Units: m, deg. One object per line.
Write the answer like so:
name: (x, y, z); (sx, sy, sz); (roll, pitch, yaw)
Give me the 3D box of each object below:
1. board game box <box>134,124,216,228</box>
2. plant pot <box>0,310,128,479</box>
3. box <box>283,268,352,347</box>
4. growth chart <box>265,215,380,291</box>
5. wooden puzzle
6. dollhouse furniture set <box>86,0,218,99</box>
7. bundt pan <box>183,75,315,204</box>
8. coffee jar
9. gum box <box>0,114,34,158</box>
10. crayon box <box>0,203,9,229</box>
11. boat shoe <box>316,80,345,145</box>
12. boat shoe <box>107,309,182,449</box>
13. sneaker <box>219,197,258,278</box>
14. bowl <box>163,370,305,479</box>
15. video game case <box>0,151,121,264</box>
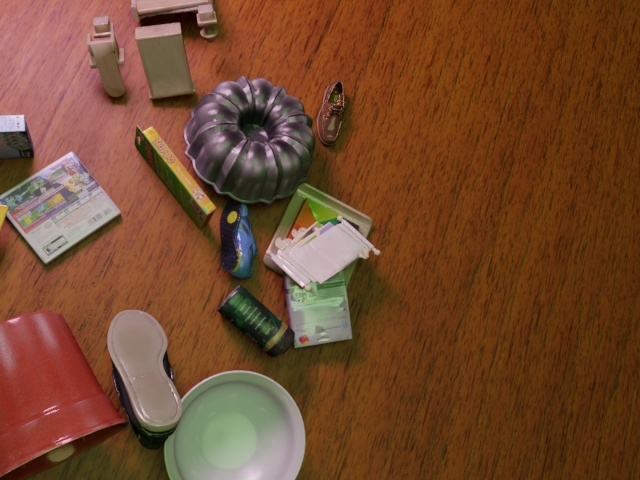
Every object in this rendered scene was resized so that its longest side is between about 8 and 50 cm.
board game box: (-0.341, -0.150, 1.507); (0.039, 0.124, 0.259); (-41, 91, -23)
plant pot: (-0.555, 0.297, 1.267); (0.272, 0.272, 0.265); (-22, 76, -21)
box: (-0.007, 0.153, 1.557); (0.145, 0.038, 0.186); (-8, 89, -12)
growth chart: (0.004, 0.023, 1.556); (0.237, 0.021, 0.172); (-28, 61, -25)
wooden puzzle: (0.000, 0.000, 1.621); (0.221, 0.044, 0.239); (28, 70, -10)
dollhouse furniture set: (-0.413, -0.532, 1.628); (0.303, 0.174, 0.356); (-10, 50, -7)
bundt pan: (-0.158, -0.259, 1.564); (0.330, 0.124, 0.331); (8, 64, -16)
coffee jar: (-0.145, 0.190, 1.499); (0.184, 0.096, 0.079); (41, 71, -3)
gum box: (-0.721, -0.217, 1.386); (0.184, 0.157, 0.041); (-5, 78, -18)
crayon box: (-0.835, -0.017, 1.340); (0.318, 0.081, 0.202); (17, 72, -12)
boat shoe: (0.031, -0.339, 1.707); (0.064, 0.060, 0.178); (12, 73, -14)
boat shoe: (-0.369, 0.286, 1.351); (0.127, 0.113, 0.340); (-5, 38, -32)
sneaker: (-0.191, -0.008, 1.560); (0.082, 0.069, 0.209); (26, 54, -48)
bowl: (-0.191, 0.433, 1.402); (0.297, 0.134, 0.298); (4, 76, -17)
video game case: (-0.589, -0.075, 1.465); (0.201, 0.023, 0.183); (-39, 90, -21)
